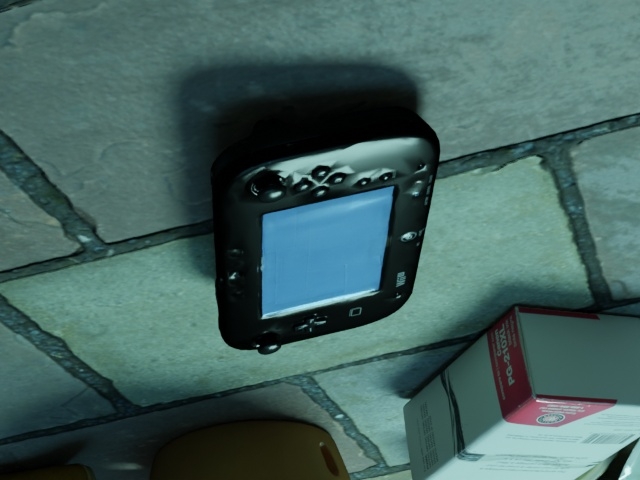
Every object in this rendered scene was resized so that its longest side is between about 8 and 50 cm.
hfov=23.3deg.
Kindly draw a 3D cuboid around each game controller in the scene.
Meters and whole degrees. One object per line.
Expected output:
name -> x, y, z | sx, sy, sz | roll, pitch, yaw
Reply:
game controller -> 0.000, 0.000, 1.194 | 0.167, 0.067, 0.319 | -5, 153, -5

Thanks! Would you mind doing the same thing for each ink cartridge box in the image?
ink cartridge box -> 0.211, 0.164, 1.522 | 0.172, 0.100, 0.237 | 6, 149, -25

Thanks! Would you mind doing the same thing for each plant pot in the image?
plant pot -> -0.071, 0.318, 1.635 | 0.291, 0.203, 0.291 | -6, 153, -3

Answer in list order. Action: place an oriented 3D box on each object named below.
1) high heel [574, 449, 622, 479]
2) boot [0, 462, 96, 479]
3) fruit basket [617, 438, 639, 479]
high heel -> 0.237, 0.249, 1.755 | 0.261, 0.093, 0.186 | -28, 175, 7
boot -> -0.386, 0.293, 1.617 | 0.211, 0.104, 0.295 | 15, 149, -37
fruit basket -> 0.469, 0.275, 1.683 | 0.327, 0.165, 0.353 | 0, 132, -14
